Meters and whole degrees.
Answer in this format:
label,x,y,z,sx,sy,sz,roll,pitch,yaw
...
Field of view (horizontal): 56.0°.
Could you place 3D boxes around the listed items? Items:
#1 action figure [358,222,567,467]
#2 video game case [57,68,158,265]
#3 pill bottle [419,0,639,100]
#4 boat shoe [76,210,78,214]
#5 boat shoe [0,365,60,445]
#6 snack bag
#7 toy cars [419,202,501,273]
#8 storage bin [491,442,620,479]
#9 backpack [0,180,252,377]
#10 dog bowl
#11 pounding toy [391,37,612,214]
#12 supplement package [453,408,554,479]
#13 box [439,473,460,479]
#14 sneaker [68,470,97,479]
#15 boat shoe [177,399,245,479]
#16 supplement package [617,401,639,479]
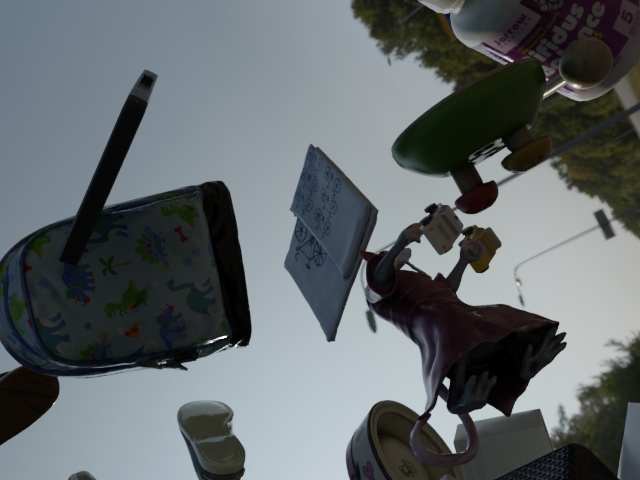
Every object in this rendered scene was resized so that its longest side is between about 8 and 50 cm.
label,x,y,z,sx,sy,sz,roll,pitch,yaw
action figure,0.175,0.123,0.929,0.248,0.276,0.370,14,-168,-36
video game case,-0.255,-0.106,0.746,0.026,0.196,0.274,23,-166,-21
pill bottle,0.293,-0.329,0.844,0.301,0.169,0.169,20,-138,-16
boat shoe,-0.502,-0.006,1.329,0.113,0.105,0.306,26,-156,14
boat shoe,-0.597,0.312,0.967,0.342,0.123,0.123,-39,-66,-35
snack bag,0.000,0.000,1.345,0.037,0.342,0.323,1,-149,-28
toy cars,0.378,-0.017,1.565,0.393,0.087,0.176,22,-138,-48
storage bin,0.313,0.370,0.806,0.122,0.180,0.084,44,-146,-3
backpack,-0.288,0.067,0.889,0.273,0.355,0.290,179,83,-76
dog bowl,0.243,0.674,1.737,0.408,0.150,0.408,37,-157,-18
pounding toy,0.205,-0.110,0.664,0.110,0.237,0.183,62,165,8
supplement package,0.374,0.422,1.221,0.105,0.179,0.105,-12,-96,-71
box,0.218,0.506,0.889,0.067,0.063,0.324,29,-154,-16
sneaker,-0.310,0.456,0.955,0.121,0.099,0.262,-17,-142,-39
boat shoe,-0.217,0.405,1.179,0.116,0.319,0.099,0,-83,-20
supplement package,0.598,0.363,0.856,0.198,0.262,0.199,78,-153,-77
